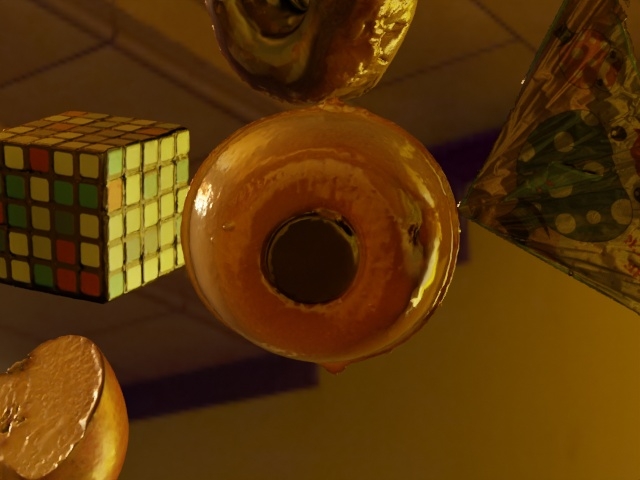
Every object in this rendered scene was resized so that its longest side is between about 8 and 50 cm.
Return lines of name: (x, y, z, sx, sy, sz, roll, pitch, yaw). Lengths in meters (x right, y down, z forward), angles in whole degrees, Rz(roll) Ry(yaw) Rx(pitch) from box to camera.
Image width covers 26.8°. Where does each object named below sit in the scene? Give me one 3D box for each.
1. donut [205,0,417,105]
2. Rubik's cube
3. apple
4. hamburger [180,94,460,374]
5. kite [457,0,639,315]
donut: (-0.022, -0.326, 1.650, 0.330, 0.330, 0.160, -13, -170, 34)
Rubik's cube: (-0.277, -0.045, 1.605, 0.182, 0.187, 0.184, 9, -163, 26)
apple: (-0.369, 0.285, 1.793, 0.293, 0.251, 0.163, -22, 128, 16)
hamburger: (0.002, -0.004, 1.098, 0.237, 0.237, 0.147, 3, -166, 0)
kite: (0.280, -0.064, 1.234, 0.368, 0.406, 0.014, -13, -165, 34)
